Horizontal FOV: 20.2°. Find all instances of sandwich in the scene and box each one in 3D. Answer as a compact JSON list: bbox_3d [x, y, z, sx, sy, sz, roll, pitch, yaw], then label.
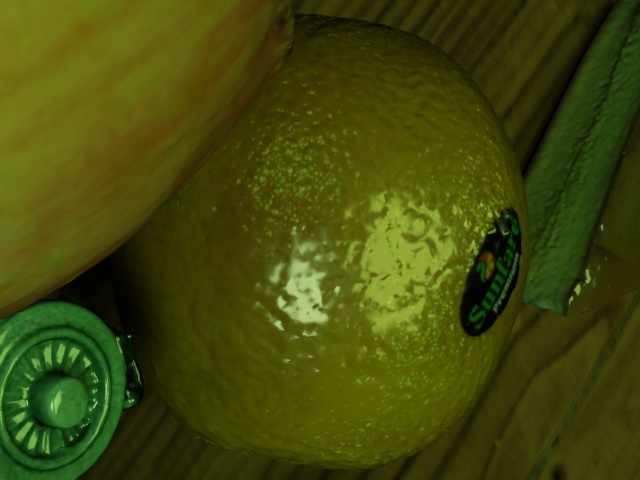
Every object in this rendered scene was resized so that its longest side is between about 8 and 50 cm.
[{"bbox_3d":[0.199,-0.047,1.216,0.096,0.094,0.258,47,63,-42],"label":"sandwich"}]

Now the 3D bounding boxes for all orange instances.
[{"bbox_3d":[0.000,0.000,0.915,0.236,0.236,0.236,-14,109,-46],"label":"orange"}]

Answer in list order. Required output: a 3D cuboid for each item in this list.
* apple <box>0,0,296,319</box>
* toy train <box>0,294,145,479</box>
[{"bbox_3d":[-0.191,-0.088,0.613,0.309,0.252,0.314,-35,144,-10],"label":"apple"},{"bbox_3d":[-0.189,0.171,0.801,0.237,0.150,0.369,-26,115,-36],"label":"toy train"}]
